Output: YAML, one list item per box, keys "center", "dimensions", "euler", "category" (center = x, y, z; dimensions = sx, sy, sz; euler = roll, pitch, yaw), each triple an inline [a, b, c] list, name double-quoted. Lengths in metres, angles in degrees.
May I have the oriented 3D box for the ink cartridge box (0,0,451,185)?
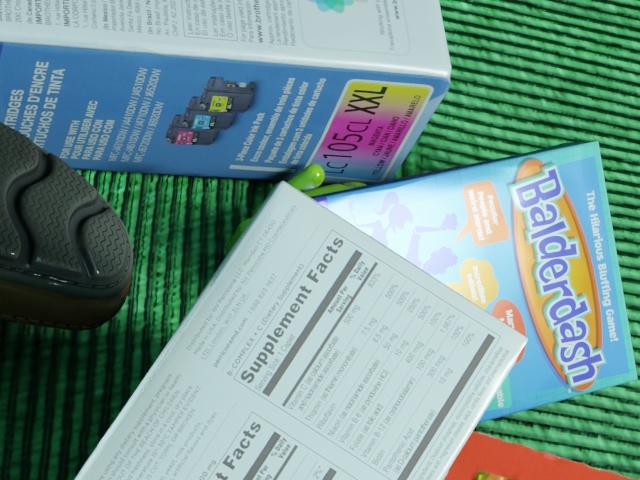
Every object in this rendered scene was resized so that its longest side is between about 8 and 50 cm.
- center: [-0.137, -0.189, 1.277]
  dimensions: [0.395, 0.151, 0.270]
  euler: [4, 57, -18]
  category: "ink cartridge box"

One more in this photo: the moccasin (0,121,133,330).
- center: [-0.298, -0.005, 1.124]
  dimensions: [0.380, 0.147, 0.139]
  euler: [7, 42, -10]
  category: "moccasin"

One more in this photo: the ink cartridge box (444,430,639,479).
- center: [0.226, 0.248, 1.105]
  dimensions: [0.385, 0.091, 0.308]
  euler: [15, 50, 6]
  category: "ink cartridge box"

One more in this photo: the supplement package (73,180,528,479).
- center: [-0.027, 0.122, 1.018]
  dimensions: [0.145, 0.262, 0.204]
  euler: [33, 74, 4]
  category: "supplement package"

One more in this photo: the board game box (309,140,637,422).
- center: [0.090, 0.033, 1.232]
  dimensions: [0.210, 0.047, 0.160]
  euler: [-13, 95, -25]
  category: "board game box"

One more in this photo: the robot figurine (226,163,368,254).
- center: [0.000, 0.000, 1.254]
  dimensions: [0.115, 0.067, 0.101]
  euler: [-14, 65, -26]
  category: "robot figurine"
